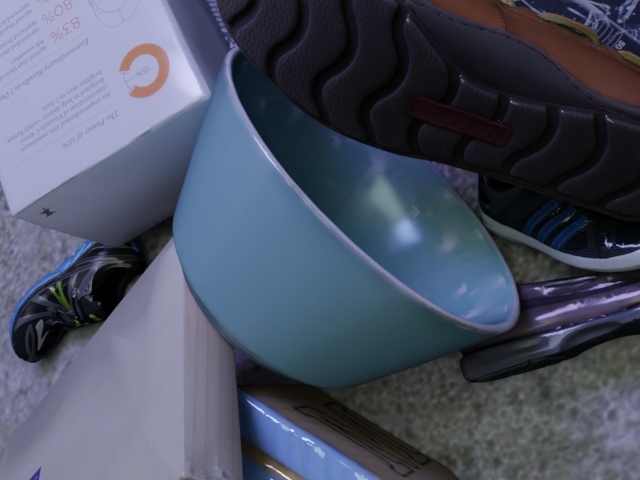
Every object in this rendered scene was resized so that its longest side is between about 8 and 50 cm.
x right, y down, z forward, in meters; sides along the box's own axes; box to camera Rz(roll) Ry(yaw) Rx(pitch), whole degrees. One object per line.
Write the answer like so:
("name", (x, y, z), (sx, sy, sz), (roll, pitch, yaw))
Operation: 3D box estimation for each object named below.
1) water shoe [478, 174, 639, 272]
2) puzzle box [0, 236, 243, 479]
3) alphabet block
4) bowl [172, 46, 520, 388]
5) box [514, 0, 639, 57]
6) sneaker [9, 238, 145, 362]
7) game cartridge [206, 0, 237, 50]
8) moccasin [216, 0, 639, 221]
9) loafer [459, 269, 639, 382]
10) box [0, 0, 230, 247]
("water shoe", (0.208, -0.031, 0.644), (0.073, 0.080, 0.203), (-36, 29, -25))
("puzzle box", (-0.210, 0.210, 0.667), (0.409, 0.052, 0.272), (-47, 32, 25))
("alphabet block", (-0.015, 0.248, 0.653), (0.193, 0.197, 0.192), (30, 91, 21))
("bowl", (0.000, 0.000, 0.639), (0.163, 0.312, 0.311), (-46, 69, 24))
("box", (0.196, -0.337, 0.605), (0.313, 0.179, 0.343), (5, 125, 19))
("sneaker", (-0.273, 0.070, 0.841), (0.188, 0.067, 0.078), (-44, 64, 3))
("game cartridge", (-0.164, -0.237, 0.871), (0.297, 0.062, 0.198), (2, 85, 19))
("moccasin", (0.106, -0.142, 0.577), (0.380, 0.147, 0.139), (16, 130, 0))
("loafer", (0.255, 0.038, 0.653), (0.303, 0.109, 0.095), (-22, 70, 17))
("box", (-0.226, -0.201, 0.768), (0.215, 0.168, 0.345), (-29, 72, 11))
